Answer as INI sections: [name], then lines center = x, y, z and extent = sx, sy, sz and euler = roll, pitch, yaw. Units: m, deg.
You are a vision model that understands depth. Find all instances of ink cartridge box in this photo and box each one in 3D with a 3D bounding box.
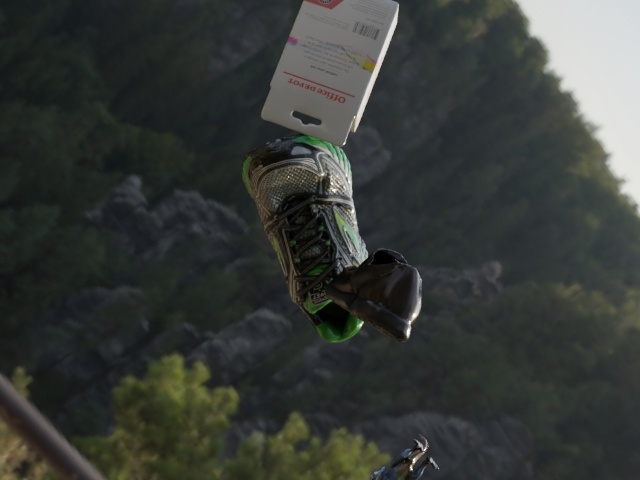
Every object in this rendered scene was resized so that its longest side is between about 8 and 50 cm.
[ink cartridge box]
center = 0.011, -0.214, 1.243
extent = 0.115, 0.198, 0.067
euler = 21, -10, 5

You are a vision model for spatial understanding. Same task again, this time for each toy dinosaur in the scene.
[toy dinosaur]
center = 0.076, 0.238, 0.977
extent = 0.047, 0.082, 0.090
euler = 50, 9, 11

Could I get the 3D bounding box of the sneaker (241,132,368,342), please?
[sneaker]
center = 0.000, 0.000, 1.290
extent = 0.343, 0.134, 0.146
euler = 63, 12, -45

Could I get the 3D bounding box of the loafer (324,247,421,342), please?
[loafer]
center = 0.066, 0.050, 1.026
extent = 0.080, 0.078, 0.220
euler = 32, -1, -12
